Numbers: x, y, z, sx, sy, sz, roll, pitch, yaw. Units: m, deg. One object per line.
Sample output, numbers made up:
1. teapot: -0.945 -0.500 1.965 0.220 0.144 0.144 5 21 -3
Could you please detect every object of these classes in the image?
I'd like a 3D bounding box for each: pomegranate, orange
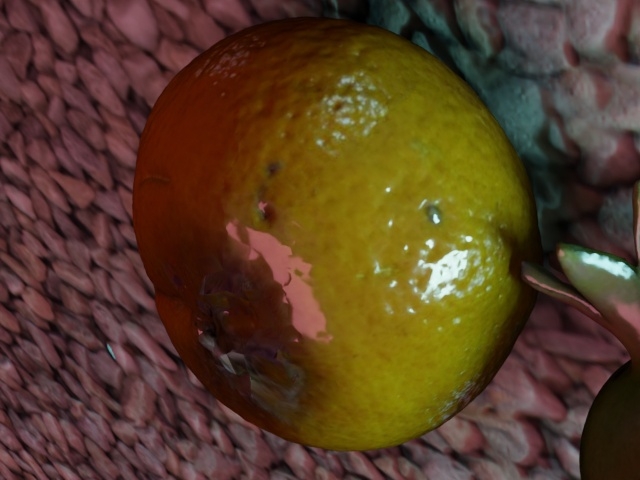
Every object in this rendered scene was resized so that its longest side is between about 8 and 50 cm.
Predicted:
1. pomegranate: 0.172 0.068 0.592 0.191 0.131 0.152 55 134 11
2. orange: 0.000 0.000 0.670 0.224 0.170 0.224 27 140 25
